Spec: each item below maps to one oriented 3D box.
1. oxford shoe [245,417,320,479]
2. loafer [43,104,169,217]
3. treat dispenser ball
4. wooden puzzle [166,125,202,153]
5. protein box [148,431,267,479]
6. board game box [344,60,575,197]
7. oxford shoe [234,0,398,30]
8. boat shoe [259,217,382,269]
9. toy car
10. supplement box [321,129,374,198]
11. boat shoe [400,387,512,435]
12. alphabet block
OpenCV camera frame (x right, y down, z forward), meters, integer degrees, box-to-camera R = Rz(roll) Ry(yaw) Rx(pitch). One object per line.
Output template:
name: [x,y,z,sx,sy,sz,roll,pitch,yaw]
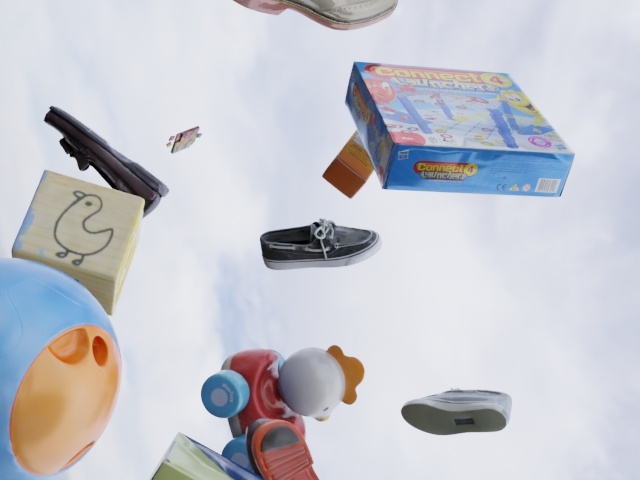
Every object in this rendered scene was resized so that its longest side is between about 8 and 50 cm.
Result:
oxford shoe: [-0.036,0.377,1.241,0.098,0.097,0.271,-6,-78,65]
loafer: [-0.461,-0.162,1.804,0.302,0.095,0.109,36,-4,-4]
treat dispenser ball: [-0.391,0.164,1.064,0.288,0.288,0.288,166,-90,-68]
wooden puzzle: [-0.240,-0.178,1.532,0.006,0.083,0.049,49,-40,15]
protein box: [-0.116,0.340,0.871,0.201,0.200,0.136,-60,-178,-2]
board game box: [0.224,-0.193,1.467,0.302,0.308,0.086,-107,-157,-52]
oxford shoe: [0.012,-0.475,1.538,0.146,0.397,0.140,-45,-117,43]
boat shoe: [0.000,-0.003,2.182,0.113,0.306,0.105,-86,170,-50]
toy car: [-0.033,0.263,1.423,0.219,0.238,0.210,-10,82,-71]
supplement box: [0.097,-0.189,1.660,0.080,0.233,0.078,36,-35,-4]
boat shoe: [0.274,0.335,1.721,0.228,0.081,0.079,-6,-65,31]
alphabet block: [-0.466,0.008,1.674,0.193,0.197,0.192,119,-15,-61]
